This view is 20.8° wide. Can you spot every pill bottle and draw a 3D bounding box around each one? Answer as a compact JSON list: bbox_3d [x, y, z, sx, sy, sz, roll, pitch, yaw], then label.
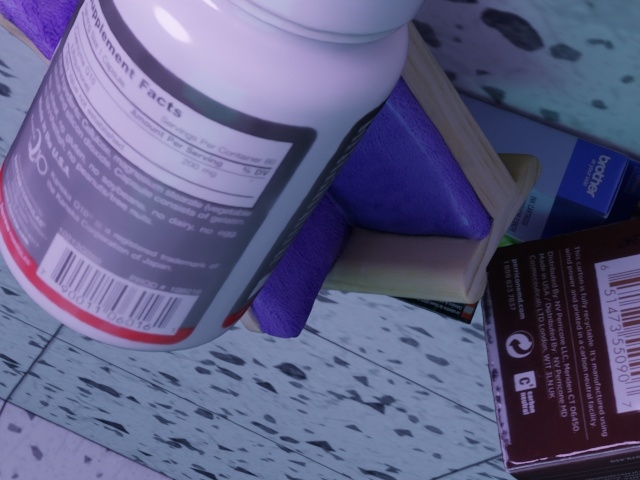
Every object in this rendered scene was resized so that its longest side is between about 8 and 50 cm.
[{"bbox_3d":[-0.054,-0.084,0.896,0.161,0.161,0.283,27,132,-9],"label":"pill bottle"}]

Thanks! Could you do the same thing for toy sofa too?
[{"bbox_3d":[-0.028,-0.099,1.071,0.150,0.177,0.362,3,140,43],"label":"toy sofa"}]

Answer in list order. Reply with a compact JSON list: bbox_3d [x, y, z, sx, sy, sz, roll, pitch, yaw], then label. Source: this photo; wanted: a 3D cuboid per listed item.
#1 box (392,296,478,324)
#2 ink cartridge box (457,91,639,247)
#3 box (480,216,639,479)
[{"bbox_3d":[0.000,0.000,1.429,0.233,0.044,0.159,21,179,39],"label":"box"},{"bbox_3d":[0.112,-0.042,1.315,0.311,0.065,0.186,19,159,6],"label":"ink cartridge box"},{"bbox_3d":[0.228,0.098,1.268,0.167,0.168,0.203,-13,156,17],"label":"box"}]
